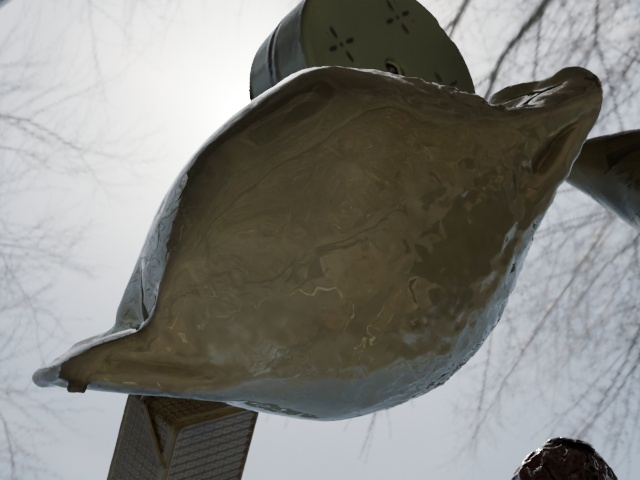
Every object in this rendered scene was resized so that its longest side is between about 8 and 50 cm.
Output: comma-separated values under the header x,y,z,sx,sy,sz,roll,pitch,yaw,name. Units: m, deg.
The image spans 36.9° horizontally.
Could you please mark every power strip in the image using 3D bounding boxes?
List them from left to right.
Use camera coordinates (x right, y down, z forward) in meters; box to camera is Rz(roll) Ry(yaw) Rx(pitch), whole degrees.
x,y,z,sx,sy,sz,roll,pitch,yaw,name
0.060,-0.222,1.461,0.358,0.161,0.357,18,-123,-30,power strip

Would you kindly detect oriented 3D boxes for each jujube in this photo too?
x,y,z,sx,sy,sz,roll,pitch,yaw,name
0.197,0.238,0.777,0.104,0.104,0.166,24,-141,-1,jujube

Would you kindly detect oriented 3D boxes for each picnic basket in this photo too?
x,y,z,sx,sy,sz,roll,pitch,yaw,name
-0.139,0.219,0.954,0.079,0.164,0.115,30,-158,38,picnic basket

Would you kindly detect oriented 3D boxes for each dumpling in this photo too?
x,y,z,sx,sy,sz,roll,pitch,yaw,name
0.004,-0.002,0.387,0.126,0.215,0.166,36,177,-8,dumpling

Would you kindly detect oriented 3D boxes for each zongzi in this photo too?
x,y,z,sx,sy,sz,roll,pitch,yaw,name
0.396,-0.041,1.186,0.300,0.145,0.273,0,-145,19,zongzi

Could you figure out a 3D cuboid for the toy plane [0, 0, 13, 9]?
x,y,z,sx,sy,sz,roll,pitch,yaw,name
-0.146,-0.184,0.437,0.122,0.267,0.267,59,-139,-11,toy plane
